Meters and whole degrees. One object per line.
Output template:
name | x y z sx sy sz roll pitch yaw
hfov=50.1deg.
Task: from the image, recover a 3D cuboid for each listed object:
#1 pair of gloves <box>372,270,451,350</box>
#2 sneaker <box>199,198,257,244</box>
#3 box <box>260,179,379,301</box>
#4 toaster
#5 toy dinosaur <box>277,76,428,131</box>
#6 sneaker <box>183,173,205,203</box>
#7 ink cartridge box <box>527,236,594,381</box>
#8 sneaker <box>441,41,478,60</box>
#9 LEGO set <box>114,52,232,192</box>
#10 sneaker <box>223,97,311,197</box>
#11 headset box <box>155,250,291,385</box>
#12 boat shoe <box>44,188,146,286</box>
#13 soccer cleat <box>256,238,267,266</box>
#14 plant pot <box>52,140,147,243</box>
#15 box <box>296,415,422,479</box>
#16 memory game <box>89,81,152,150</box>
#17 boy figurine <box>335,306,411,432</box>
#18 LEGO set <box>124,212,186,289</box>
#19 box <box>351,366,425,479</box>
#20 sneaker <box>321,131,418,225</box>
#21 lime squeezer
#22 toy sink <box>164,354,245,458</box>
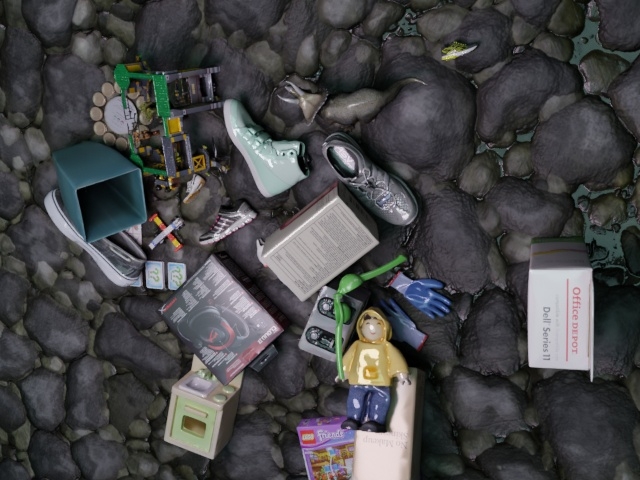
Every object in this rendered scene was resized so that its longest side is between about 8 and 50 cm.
pair of gloves | 0.218 0.165 1.657 0.159 0.023 0.198 33 111 6
sneaker | -0.244 -0.050 1.734 0.170 0.063 0.075 -30 92 16
box | 0.000 0.000 1.565 0.232 0.127 0.149 -38 107 15
toaster | 0.035 0.185 1.646 0.110 0.185 0.168 24 101 8
toy dinosaur | 0.079 -0.297 1.521 0.313 0.160 0.121 2 103 18
sneaker | -0.330 -0.134 1.762 0.037 0.032 0.083 44 107 19
ink cartridge box | 0.482 0.127 1.385 0.119 0.353 0.207 0 102 18
sneaker | 0.300 -0.419 1.490 0.083 0.031 0.035 -15 97 20
LEGO set | -0.346 -0.299 1.676 0.255 0.192 0.331 4 110 43
sneaker | -0.118 -0.242 1.630 0.151 0.094 0.256 -21 105 27
headset box | -0.235 0.206 1.744 0.218 0.110 0.293 -44 87 9
boat shoe | -0.581 -0.032 1.813 0.335 0.121 0.119 44 113 3
soccer cleat | -0.073 0.009 1.692 0.196 0.068 0.076 -15 94 23
plant pot | -0.573 -0.145 1.729 0.234 0.165 0.166 41 142 36
box | 0.101 0.552 1.763 0.293 0.057 0.201 -9 99 19
memory game | -0.519 -0.326 1.785 0.186 0.012 0.186 4 104 17
boy figurine | 0.123 0.293 1.566 0.177 0.092 0.285 4 78 24
LEGO set | -0.449 0.015 1.818 0.182 0.060 0.244 5 104 13
box | 0.162 0.457 1.620 0.147 0.121 0.311 -1 75 18
sneaker | 0.101 -0.131 1.575 0.281 0.115 0.105 41 111 5
lime squeezer | 0.073 0.147 1.528 0.110 0.059 0.310 34 77 -26
toy sink | -0.310 0.435 1.829 0.152 0.131 0.234 17 106 13
